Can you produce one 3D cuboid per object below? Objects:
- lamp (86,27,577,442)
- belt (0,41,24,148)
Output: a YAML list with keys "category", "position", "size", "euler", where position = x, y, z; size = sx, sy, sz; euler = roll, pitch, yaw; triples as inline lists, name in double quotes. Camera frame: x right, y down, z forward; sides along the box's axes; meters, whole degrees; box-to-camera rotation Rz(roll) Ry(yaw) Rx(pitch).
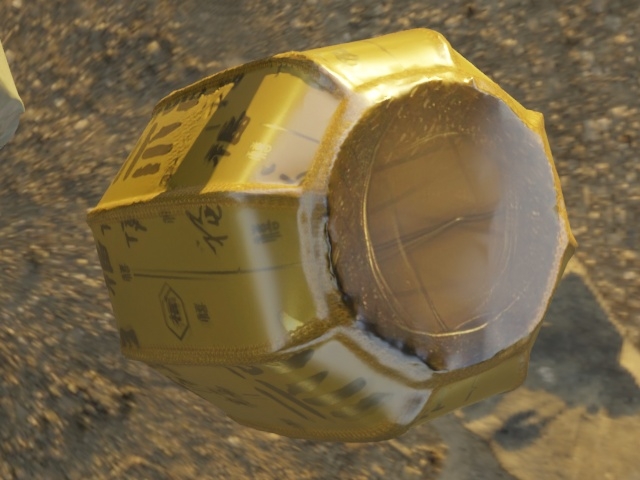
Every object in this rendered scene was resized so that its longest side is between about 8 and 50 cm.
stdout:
- category: "lamp"
  position: [0.000, 0.000, 0.549]
  size: [0.161, 0.185, 0.161]
  euler: [1, 87, -32]
- category: "belt"
  position: [-0.272, -0.065, 0.591]
  size: [0.217, 0.338, 0.122]
  euler: [-16, 95, 27]
